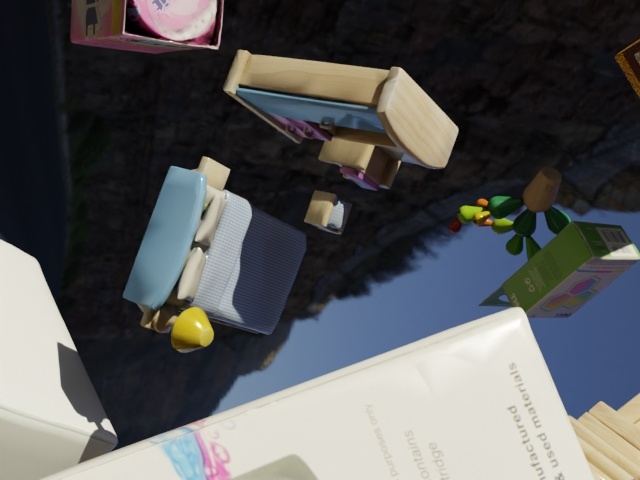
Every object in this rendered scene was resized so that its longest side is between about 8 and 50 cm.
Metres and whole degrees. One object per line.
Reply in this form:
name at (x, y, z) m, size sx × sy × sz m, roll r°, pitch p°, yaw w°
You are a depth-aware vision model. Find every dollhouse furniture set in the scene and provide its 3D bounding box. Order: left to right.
dollhouse furniture set at (0.000, 0.000, 0.848) m, size 0.198 × 0.286 × 0.303 m, roll 16°, pitch -98°, yaw 36°

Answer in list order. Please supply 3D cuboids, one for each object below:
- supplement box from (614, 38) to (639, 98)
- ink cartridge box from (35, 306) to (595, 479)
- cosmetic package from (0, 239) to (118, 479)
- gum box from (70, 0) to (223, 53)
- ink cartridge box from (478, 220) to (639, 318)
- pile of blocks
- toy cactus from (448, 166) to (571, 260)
supplement box at (0.522, -0.251, 1.022) m, size 0.129 × 0.191 × 0.194 m, roll 57°, pitch -12°, yaw -2°
ink cartridge box at (-0.050, 0.156, 0.394) m, size 0.226 × 0.306 × 0.131 m, roll 122°, pitch -52°, yaw -70°
cosmetic package at (-0.503, 0.190, 0.854) m, size 0.393 × 0.327 × 0.329 m, roll -44°, pitch -129°, yaw 5°
gum box at (-0.103, -0.213, 0.495) m, size 0.107 × 0.062 × 0.188 m, roll 17°, pitch -75°, yaw 57°
ink cartridge box at (0.333, 0.060, 1.152) m, size 0.209 × 0.109 × 0.062 m, roll -51°, pitch -131°, yaw 40°
pile of blocks at (0.261, 0.236, 0.750) m, size 0.112 × 0.362 × 0.149 m, roll 37°, pitch -64°, yaw 41°
toy cactus at (0.329, -0.036, 1.305) m, size 0.112 × 0.219 × 0.180 m, roll -64°, pitch 172°, yaw -45°
